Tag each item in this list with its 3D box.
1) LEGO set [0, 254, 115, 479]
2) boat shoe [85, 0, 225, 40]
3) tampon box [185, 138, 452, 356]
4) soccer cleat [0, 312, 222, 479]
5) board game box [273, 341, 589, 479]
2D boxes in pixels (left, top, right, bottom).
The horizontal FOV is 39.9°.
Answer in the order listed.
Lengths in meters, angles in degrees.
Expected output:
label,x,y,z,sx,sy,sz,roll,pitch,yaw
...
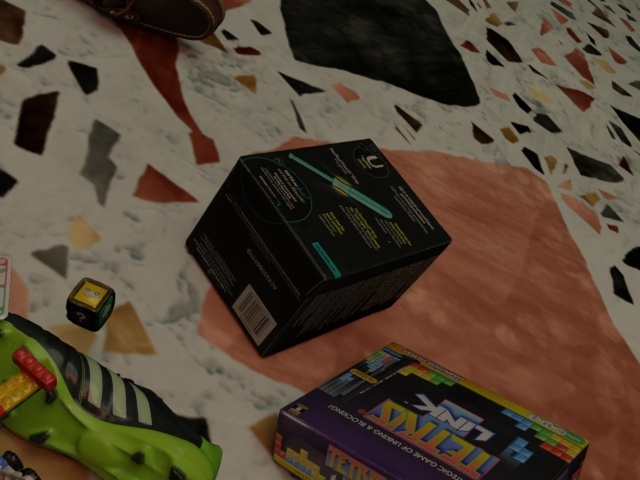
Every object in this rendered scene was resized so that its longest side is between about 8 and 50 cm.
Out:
label,x,y,z,sx,sy,sz,roll,pitch,yaw
LEGO set,-0.230,0.061,0.453,0.244,0.060,0.182,1,49,-15
boat shoe,-0.194,-0.243,0.835,0.207,0.073,0.073,24,41,-7
tampon box,0.000,0.000,0.712,0.161,0.101,0.120,-14,62,-47
soccer cleat,-0.140,0.102,0.540,0.179,0.060,0.072,36,12,4
board game box,0.077,0.145,0.610,0.170,0.048,0.141,24,27,31
